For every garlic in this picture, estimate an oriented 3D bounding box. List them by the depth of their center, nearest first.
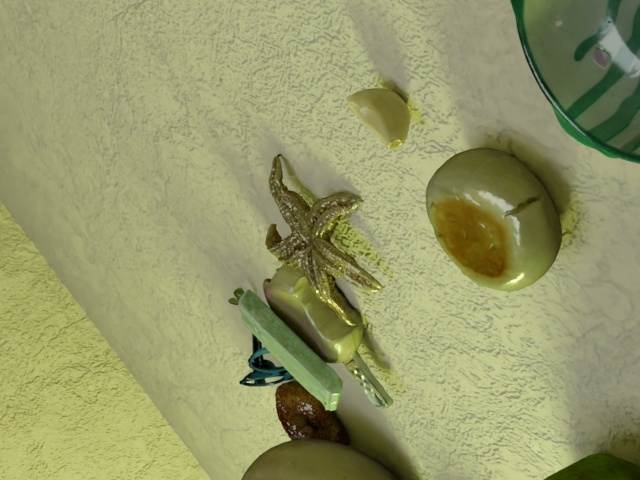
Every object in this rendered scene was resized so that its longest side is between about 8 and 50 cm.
[{"bbox_3d":[0.073,-0.142,1.119,0.083,0.053,0.041,54,159,22],"label":"garlic"}]

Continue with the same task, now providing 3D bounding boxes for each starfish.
[{"bbox_3d":[0.000,0.000,1.425,0.235,0.062,0.277,-17,95,51],"label":"starfish"}]

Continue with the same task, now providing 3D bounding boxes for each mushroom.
[{"bbox_3d":[0.004,0.537,1.806,0.362,0.295,0.362,22,143,17],"label":"mushroom"}]

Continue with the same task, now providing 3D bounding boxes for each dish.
[{"bbox_3d":[0.257,-0.149,0.744,0.246,0.078,0.224,43,154,26],"label":"dish"}]

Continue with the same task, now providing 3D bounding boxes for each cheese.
[{"bbox_3d":[0.022,0.151,1.575,0.286,0.082,0.163,51,157,2],"label":"cheese"}]

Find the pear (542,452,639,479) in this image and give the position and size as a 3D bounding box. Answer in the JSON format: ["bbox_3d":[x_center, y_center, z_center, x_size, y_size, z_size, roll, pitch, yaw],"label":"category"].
[{"bbox_3d":[0.340,0.391,1.121,0.342,0.238,0.318,20,147,52],"label":"pear"}]

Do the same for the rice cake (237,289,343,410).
[{"bbox_3d":[-0.048,0.176,1.583,0.226,0.040,0.085,44,158,15],"label":"rice cake"}]

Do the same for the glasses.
[{"bbox_3d":[-0.132,0.190,1.871,0.207,0.102,0.239,47,156,14],"label":"glasses"}]

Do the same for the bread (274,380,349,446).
[{"bbox_3d":[-0.021,0.359,1.944,0.193,0.064,0.193,38,148,29],"label":"bread"}]

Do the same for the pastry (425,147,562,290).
[{"bbox_3d":[0.184,-0.024,1.031,0.156,0.092,0.156,40,154,23],"label":"pastry"}]
